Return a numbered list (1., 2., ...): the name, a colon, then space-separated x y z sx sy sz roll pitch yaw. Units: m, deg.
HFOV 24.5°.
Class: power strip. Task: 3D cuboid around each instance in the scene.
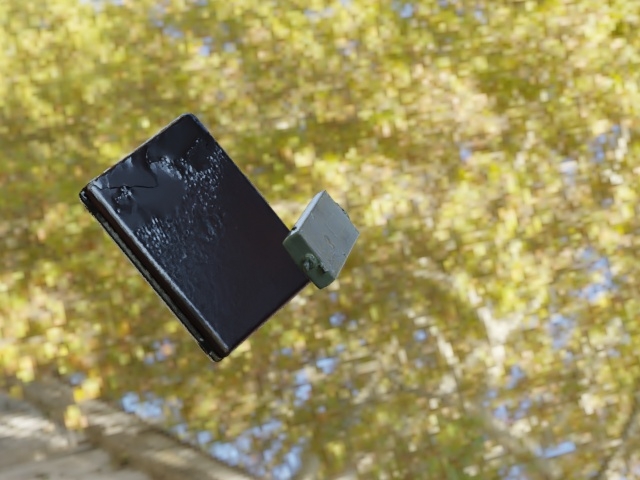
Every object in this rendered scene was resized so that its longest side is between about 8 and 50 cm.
1. power strip: 0.000 0.000 1.133 0.019 0.136 0.051 -35 -81 19

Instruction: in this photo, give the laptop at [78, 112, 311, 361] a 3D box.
1. laptop: -0.112 -0.006 1.406 0.207 0.154 0.026 51 -33 -3
